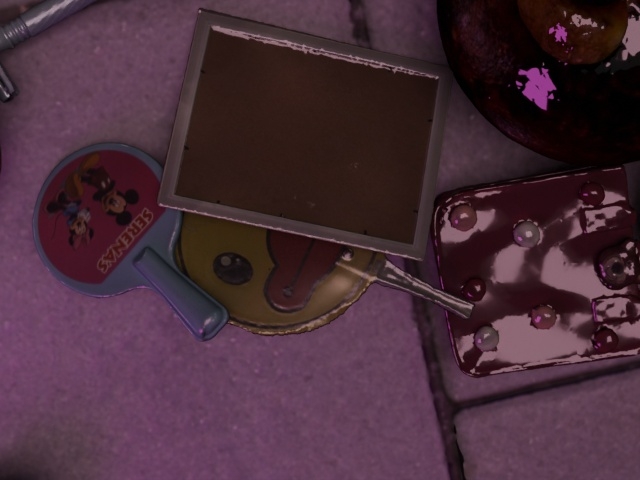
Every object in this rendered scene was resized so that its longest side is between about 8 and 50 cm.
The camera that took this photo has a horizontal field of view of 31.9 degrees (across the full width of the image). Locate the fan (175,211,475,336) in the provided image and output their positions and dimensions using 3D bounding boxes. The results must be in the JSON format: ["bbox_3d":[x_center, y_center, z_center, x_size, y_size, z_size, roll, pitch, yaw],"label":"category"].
[{"bbox_3d":[0.000,0.000,1.119,0.335,0.011,0.230,24,77,1],"label":"fan"}]

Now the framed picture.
[{"bbox_3d":[-0.011,-0.104,1.118,0.274,0.017,0.217,14,74,-6],"label":"framed picture"}]

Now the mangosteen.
[{"bbox_3d":[0.257,-0.224,1.032,0.297,0.293,0.297,8,57,-13],"label":"mangosteen"}]

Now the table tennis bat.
[{"bbox_3d":[-0.182,0.007,1.097,0.244,0.040,0.153,43,91,17],"label":"table tennis bat"}]

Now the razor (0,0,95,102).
[{"bbox_3d":[-0.239,-0.240,1.092,0.232,0.068,0.106,-33,100,-6],"label":"razor"}]

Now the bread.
[{"bbox_3d":[-0.039,0.025,1.150,0.132,0.053,0.074,-6,94,-6],"label":"bread"}]

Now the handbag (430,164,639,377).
[{"bbox_3d":[0.227,0.033,1.148,0.216,0.074,0.203,-9,101,10],"label":"handbag"}]
